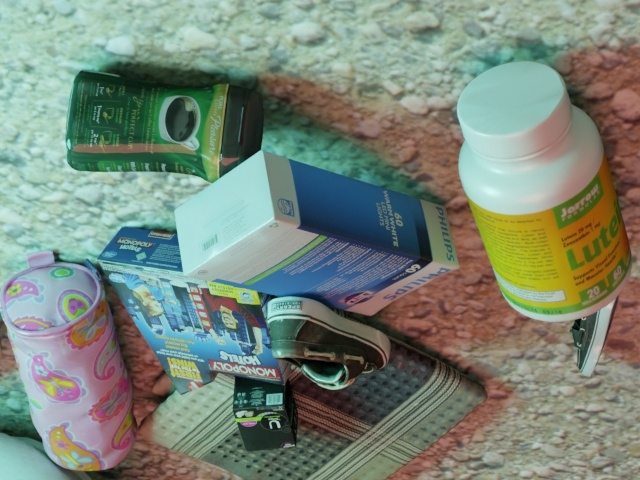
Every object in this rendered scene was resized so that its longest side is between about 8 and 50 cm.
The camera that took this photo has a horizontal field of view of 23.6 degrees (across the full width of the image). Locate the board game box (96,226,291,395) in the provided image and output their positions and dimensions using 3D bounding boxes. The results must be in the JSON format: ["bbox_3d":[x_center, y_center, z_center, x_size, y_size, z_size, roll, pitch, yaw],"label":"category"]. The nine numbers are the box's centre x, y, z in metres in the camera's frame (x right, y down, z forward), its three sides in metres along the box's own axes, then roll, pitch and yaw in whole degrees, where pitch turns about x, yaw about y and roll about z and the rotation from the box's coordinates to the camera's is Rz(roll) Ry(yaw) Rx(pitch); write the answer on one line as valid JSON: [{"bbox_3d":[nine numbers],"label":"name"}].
[{"bbox_3d":[-0.121,0.087,1.645,0.194,0.060,0.194,8,134,27],"label":"board game box"}]

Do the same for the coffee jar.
[{"bbox_3d":[-0.147,-0.107,1.471,0.184,0.096,0.079,6,168,1],"label":"coffee jar"}]

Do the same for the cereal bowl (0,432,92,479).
[{"bbox_3d":[-0.369,0.348,1.914,0.339,0.141,0.339,25,147,17],"label":"cereal bowl"}]

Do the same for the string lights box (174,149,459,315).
[{"bbox_3d":[0.000,0.000,1.513,0.260,0.076,0.133,15,145,-43],"label":"string lights box"}]

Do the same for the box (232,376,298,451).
[{"bbox_3d":[-0.062,0.195,1.747,0.062,0.052,0.083,-5,138,7],"label":"box"}]

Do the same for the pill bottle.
[{"bbox_3d":[0.210,-0.048,1.464,0.136,0.136,0.245,-10,135,16],"label":"pill bottle"}]

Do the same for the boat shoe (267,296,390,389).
[{"bbox_3d":[0.007,0.119,1.607,0.078,0.070,0.219,-8,160,28],"label":"boat shoe"}]

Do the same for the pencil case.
[{"bbox_3d":[-0.283,0.142,1.743,0.124,0.124,0.284,0,137,7],"label":"pencil case"}]

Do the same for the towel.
[{"bbox_3d":[-0.016,0.193,1.823,0.312,0.056,0.324,27,131,-24],"label":"towel"}]

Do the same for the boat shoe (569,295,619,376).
[{"bbox_3d":[0.296,0.093,1.677,0.040,0.049,0.142,19,137,14],"label":"boat shoe"}]
